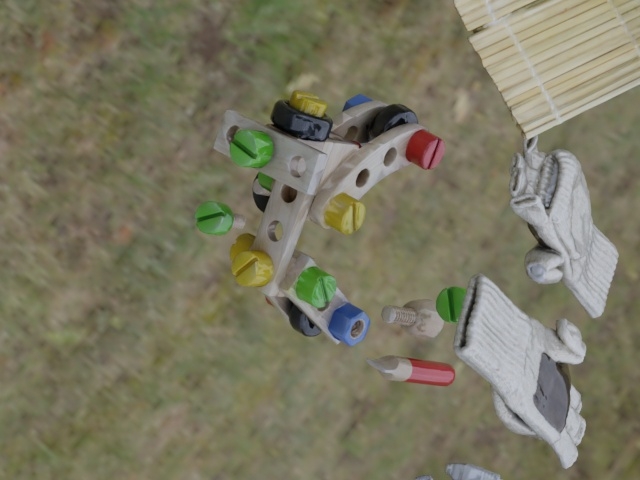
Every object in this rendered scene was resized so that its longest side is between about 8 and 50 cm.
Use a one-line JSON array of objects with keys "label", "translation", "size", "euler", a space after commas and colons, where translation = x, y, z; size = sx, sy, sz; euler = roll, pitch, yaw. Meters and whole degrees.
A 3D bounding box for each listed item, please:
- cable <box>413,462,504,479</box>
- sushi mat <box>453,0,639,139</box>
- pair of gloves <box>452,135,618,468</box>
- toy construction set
[{"label": "cable", "translation": [0.173, 0.330, 1.560], "size": [0.089, 0.257, 0.257], "euler": [-18, 112, -60]}, {"label": "sushi mat", "translation": [0.227, -0.194, 1.150], "size": [0.317, 0.019, 0.151], "euler": [-26, 96, -9]}, {"label": "pair of gloves", "translation": [0.194, 0.046, 1.554], "size": [0.204, 0.042, 0.240], "euler": [54, 46, -42]}, {"label": "toy construction set", "translation": [0.000, 0.000, 1.761], "size": [0.257, 0.309, 0.237], "euler": [-44, 154, 20]}]
